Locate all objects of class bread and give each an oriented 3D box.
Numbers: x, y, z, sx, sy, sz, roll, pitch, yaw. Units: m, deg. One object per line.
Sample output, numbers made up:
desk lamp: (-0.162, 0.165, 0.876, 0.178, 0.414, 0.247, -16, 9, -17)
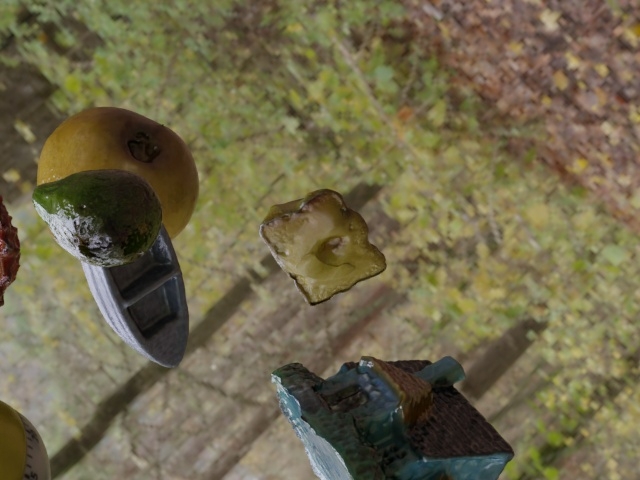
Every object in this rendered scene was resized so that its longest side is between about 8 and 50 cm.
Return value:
bread: (0.000, 0.000, 1.969, 0.088, 0.160, 0.233, 60, -178, 42)

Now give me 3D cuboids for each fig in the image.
fig: (-0.277, -0.034, 1.433, 0.156, 0.123, 0.123, 19, 153, 28)

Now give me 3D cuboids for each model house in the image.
model house: (0.107, 0.238, 1.485, 0.261, 0.241, 0.226, 46, 160, 53)

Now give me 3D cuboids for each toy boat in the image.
toy boat: (-0.261, 0.055, 1.676, 0.078, 0.127, 0.283, 5, 122, 41)

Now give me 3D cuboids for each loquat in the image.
loquat: (-0.351, -0.084, 2.000, 0.275, 0.275, 0.275, 43, 165, 14)

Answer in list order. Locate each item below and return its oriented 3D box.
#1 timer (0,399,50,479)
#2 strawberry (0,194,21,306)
timer: (-0.487, 0.281, 1.396, 0.285, 0.285, 0.285, 43, 165, 14)
strawberry: (-0.693, -0.020, 2.263, 0.265, 0.336, 0.149, 10, -163, 0)
